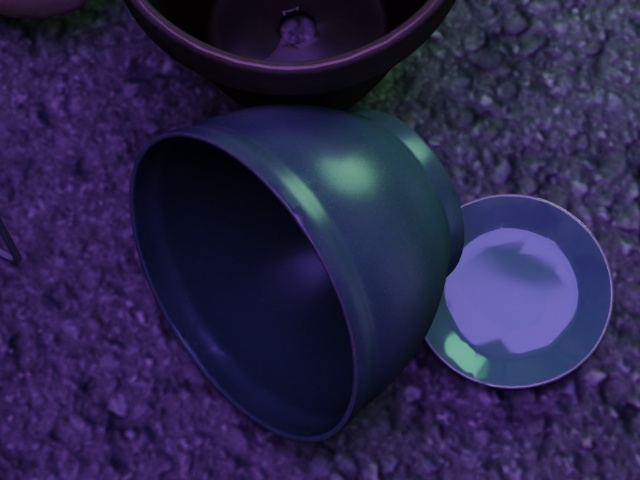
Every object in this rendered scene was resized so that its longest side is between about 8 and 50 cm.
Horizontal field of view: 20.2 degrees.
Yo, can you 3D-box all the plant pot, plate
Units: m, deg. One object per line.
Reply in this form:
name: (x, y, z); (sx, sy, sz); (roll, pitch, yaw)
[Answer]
plant pot: (0.000, 0.000, 1.568); (0.196, 0.293, 0.293); (-31, 72, -31)
plate: (0.176, 0.048, 1.662); (0.188, 0.024, 0.188); (-1, 73, 2)
plant pot: (-0.022, -0.245, 1.629); (0.323, 0.280, 0.323); (-1, 71, 2)

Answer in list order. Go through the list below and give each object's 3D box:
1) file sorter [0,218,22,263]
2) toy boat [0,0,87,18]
file sorter: (-0.413, 0.061, 1.589); (0.173, 0.193, 0.278); (30, 75, 8)
toy boat: (-0.241, -0.351, 1.757); (0.318, 0.148, 0.267); (-31, 69, -1)
